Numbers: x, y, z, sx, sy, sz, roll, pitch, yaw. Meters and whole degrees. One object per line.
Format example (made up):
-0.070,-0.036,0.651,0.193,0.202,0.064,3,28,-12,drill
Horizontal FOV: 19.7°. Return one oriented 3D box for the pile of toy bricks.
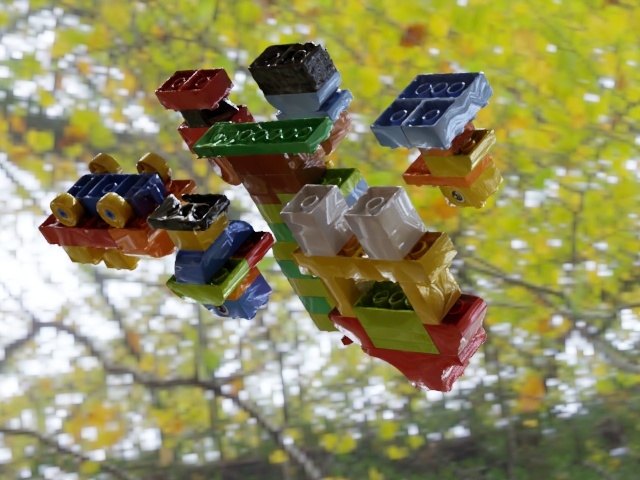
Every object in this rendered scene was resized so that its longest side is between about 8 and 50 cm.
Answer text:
0.000,0.000,0.699,0.212,0.118,0.105,3,-48,47,pile of toy bricks
